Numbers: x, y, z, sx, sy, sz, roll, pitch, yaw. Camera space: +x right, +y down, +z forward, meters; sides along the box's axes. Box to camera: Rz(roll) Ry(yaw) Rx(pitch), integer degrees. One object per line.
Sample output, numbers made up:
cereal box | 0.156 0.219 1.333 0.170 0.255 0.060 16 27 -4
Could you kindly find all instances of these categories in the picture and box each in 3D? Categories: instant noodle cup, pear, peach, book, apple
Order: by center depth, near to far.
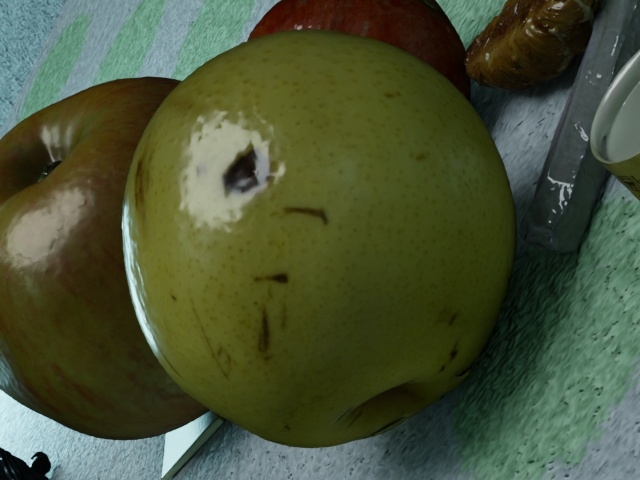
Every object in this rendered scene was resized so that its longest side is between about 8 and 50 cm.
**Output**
instant noodle cup | 0.274 -0.072 1.399 0.151 0.122 0.151 -45 27 31
pear | 0.000 0.000 1.652 0.348 0.348 0.348 -48 24 30
peach | 0.040 -0.167 1.926 0.232 0.232 0.257 -9 72 64
apple | -0.220 0.015 2.113 0.400 0.333 0.400 -42 30 31
book | -0.139 0.176 2.196 0.118 0.012 0.172 -47 25 31

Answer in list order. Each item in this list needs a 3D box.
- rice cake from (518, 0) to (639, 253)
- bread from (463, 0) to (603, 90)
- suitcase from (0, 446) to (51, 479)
rice cake | 0.230 -0.106 1.651 0.055 0.049 0.270 1 62 42
bread | 0.203 -0.190 1.776 0.105 0.076 0.233 -67 14 -20
suitcase | -0.455 0.413 2.427 0.335 0.152 0.229 -61 20 1
